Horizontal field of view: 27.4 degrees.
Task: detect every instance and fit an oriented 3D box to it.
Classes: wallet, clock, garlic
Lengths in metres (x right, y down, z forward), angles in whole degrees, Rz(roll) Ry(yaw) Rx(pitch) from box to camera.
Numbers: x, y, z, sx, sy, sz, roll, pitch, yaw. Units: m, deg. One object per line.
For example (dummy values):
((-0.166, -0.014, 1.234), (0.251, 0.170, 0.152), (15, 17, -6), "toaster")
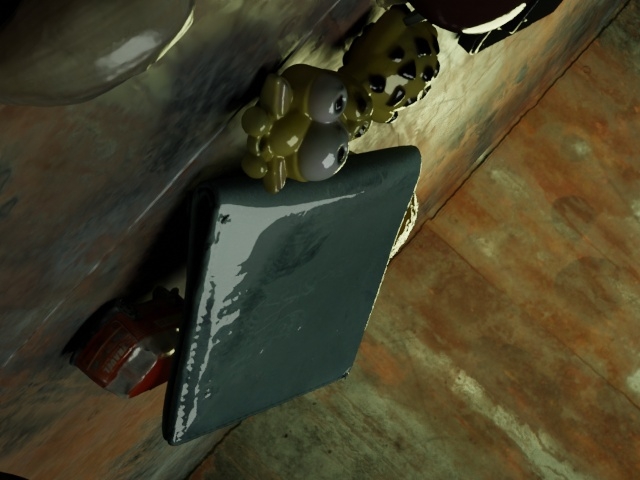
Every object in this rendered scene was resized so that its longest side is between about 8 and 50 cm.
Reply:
((-0.035, 0.046, 1.253), (0.251, 0.054, 0.290), (-14, 132, -40), "wallet")
((0.307, -0.357, 1.656), (0.279, 0.049, 0.273), (-52, 170, 31), "clock")
((-0.106, -0.100, 0.620), (0.152, 0.066, 0.084), (-45, 175, -30), "garlic")

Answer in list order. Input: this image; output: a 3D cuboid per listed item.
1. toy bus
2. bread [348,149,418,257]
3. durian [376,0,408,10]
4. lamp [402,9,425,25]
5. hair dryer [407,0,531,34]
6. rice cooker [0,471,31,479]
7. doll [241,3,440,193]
((-0.169, 0.100, 1.263), (0.079, 0.077, 0.174), (-49, 172, 13), "toy bus")
((0.002, 0.003, 1.475), (0.240, 0.139, 0.240), (-46, 172, -8), "bread")
((0.087, -0.228, 1.086), (0.066, 0.052, 0.130), (-43, 174, -27), "durian")
((0.113, -0.207, 1.173), (0.050, 0.056, 0.198), (-24, -167, 19), "lamp")
((0.189, -0.308, 0.915), (0.340, 0.123, 0.312), (-39, 163, -11), "hair dryer")
((-0.302, 0.302, 1.090), (0.244, 0.226, 0.226), (-46, 173, 4), "rice cooker")
((0.025, -0.130, 1.135), (0.291, 0.086, 0.117), (-36, 134, -51), "doll")
